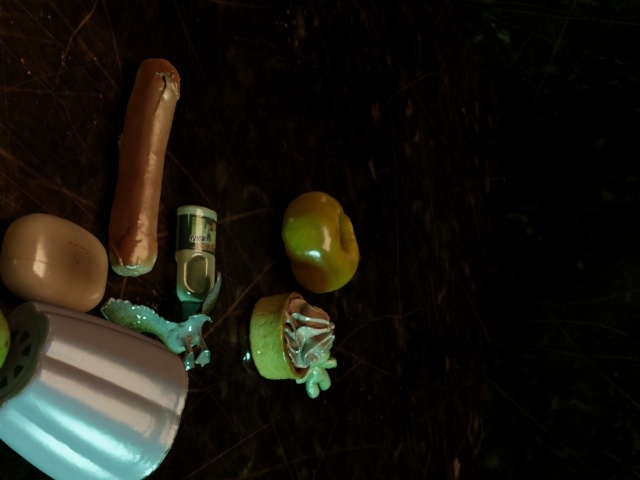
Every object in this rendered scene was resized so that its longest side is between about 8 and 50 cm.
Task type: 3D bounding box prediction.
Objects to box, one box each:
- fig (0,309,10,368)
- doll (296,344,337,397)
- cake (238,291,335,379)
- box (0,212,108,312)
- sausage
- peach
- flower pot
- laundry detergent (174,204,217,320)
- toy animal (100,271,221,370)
[{"bbox_3d":[-0.495,0.095,1.328,0.245,0.149,0.149,-91,161,-55],"label":"fig"},{"bbox_3d":[-0.016,0.305,2.272,0.115,0.077,0.150,-20,120,-24],"label":"doll"},{"bbox_3d":[-0.056,0.213,2.079,0.207,0.178,0.185,-53,132,-49],"label":"cake"},{"bbox_3d":[-0.415,0.038,1.490,0.200,0.088,0.145,34,54,-56],"label":"box"},{"bbox_3d":[-0.317,-0.141,1.708,0.094,0.094,0.418,20,68,-38],"label":"sausage"},{"bbox_3d":[0.000,0.000,2.266,0.251,0.153,0.251,-13,90,-78],"label":"peach"},{"bbox_3d":[-0.366,0.220,1.395,0.243,0.265,0.265,42,49,-43],"label":"flower pot"},{"bbox_3d":[-0.245,0.050,1.848,0.099,0.070,0.225,31,59,-68],"label":"laundry detergent"},{"bbox_3d":[-0.265,0.178,1.703,0.273,0.160,0.197,-2,110,-39],"label":"toy animal"}]
